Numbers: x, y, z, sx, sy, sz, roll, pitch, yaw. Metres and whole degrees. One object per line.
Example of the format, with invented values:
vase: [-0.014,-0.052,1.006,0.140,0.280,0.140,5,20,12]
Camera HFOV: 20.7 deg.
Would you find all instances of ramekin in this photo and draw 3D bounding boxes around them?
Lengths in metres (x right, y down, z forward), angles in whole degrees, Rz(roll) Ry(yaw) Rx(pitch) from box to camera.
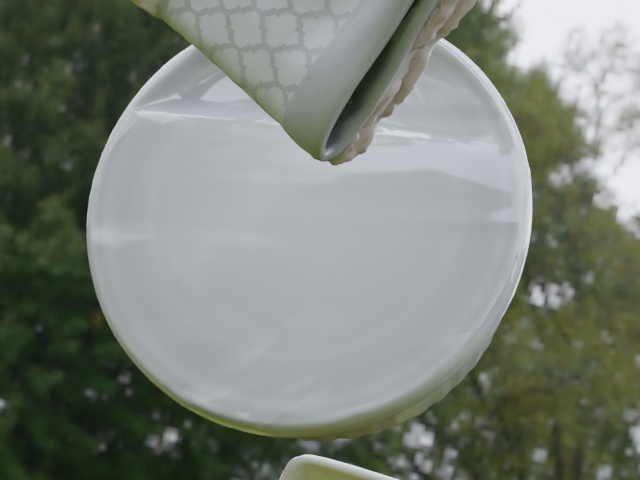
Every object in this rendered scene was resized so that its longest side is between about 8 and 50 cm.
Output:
ramekin: [0.000,0.000,1.090,0.273,0.273,0.127,12,-17,14]

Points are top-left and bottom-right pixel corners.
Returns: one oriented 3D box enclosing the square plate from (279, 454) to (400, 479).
square plate: [0.070,0.345,1.340,0.347,0.344,0.049,17,14,-19]

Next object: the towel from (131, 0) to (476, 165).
towel: [-0.016,-0.245,0.651,0.317,0.332,0.053,42,21,20]
